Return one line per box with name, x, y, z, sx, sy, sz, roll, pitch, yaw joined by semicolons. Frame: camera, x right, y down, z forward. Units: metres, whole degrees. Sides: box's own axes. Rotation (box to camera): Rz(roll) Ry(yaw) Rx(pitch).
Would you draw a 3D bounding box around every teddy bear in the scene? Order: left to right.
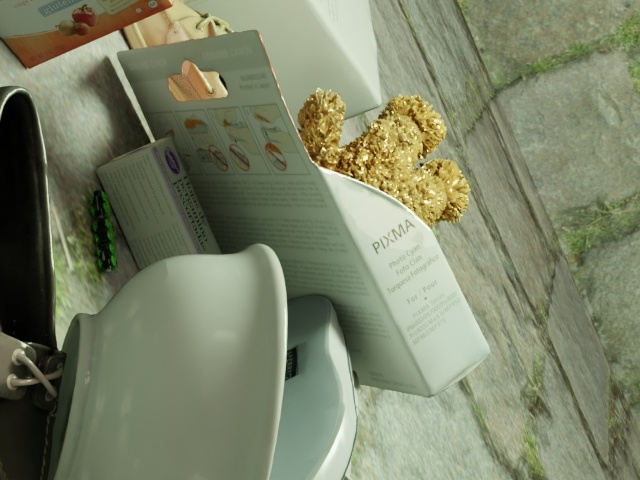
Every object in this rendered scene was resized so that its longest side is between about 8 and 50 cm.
teddy bear;0.062;-0.059;1.819;0.338;0.113;0.245;-6;89;-46

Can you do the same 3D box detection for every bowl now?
bowl;-0.130;0.134;1.169;0.134;0.298;0.298;12;44;-15

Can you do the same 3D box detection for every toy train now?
toy train;-0.196;-0.007;1.423;0.024;0.017;0.083;58;18;-63

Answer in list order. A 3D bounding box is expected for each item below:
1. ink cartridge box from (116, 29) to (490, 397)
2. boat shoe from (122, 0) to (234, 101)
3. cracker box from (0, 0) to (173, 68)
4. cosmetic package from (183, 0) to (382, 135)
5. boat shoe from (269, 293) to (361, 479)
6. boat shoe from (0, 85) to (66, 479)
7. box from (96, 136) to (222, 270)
ink cartridge box;-0.026;-0.038;1.535;0.091;0.308;0.385;-33;108;-26
boat shoe;-0.132;-0.202;1.691;0.302;0.098;0.109;65;18;-14
cracker box;-0.248;-0.269;1.331;0.232;0.155;0.067;53;25;-40
cosmetic package;-0.097;-0.347;1.850;0.453;0.161;0.230;51;25;-44
boat shoe;-0.013;0.194;1.371;0.367;0.135;0.156;-90;156;-68
boat shoe;-0.234;0.037;1.130;0.112;0.095;0.335;33;40;-62
box;-0.115;0.062;1.504;0.324;0.067;0.063;66;18;-7
